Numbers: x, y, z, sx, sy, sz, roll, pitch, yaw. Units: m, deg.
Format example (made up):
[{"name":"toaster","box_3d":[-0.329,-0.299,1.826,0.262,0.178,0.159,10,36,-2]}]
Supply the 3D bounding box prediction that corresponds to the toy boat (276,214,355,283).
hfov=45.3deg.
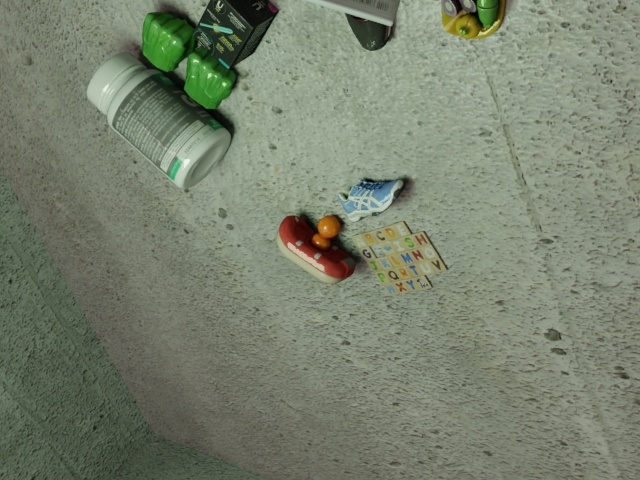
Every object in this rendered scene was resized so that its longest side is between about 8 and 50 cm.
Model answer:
[{"name":"toy boat","box_3d":[0.000,0.000,2.025,0.231,0.151,0.151,33,111,14]}]

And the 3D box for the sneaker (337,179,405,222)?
[{"name":"sneaker","box_3d":[0.117,-0.106,1.840,0.081,0.080,0.211,51,141,-13]}]

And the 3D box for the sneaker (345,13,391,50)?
[{"name":"sneaker","box_3d":[0.042,-0.482,1.494,0.106,0.162,0.281,9,129,38]}]

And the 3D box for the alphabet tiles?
[{"name":"alphabet tiles","box_3d":[0.207,0.047,1.956,0.237,0.009,0.198,-17,112,50]}]

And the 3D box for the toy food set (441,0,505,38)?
[{"name":"toy food set","box_3d":[0.265,-0.456,1.386,0.128,0.071,0.218,22,136,28]}]

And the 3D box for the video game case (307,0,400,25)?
[{"name":"video game case","box_3d":[0.050,-0.517,1.384,0.227,0.206,0.026,16,177,-1]}]

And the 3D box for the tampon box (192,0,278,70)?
[{"name":"tampon box","box_3d":[-0.196,-0.496,1.753,0.120,0.101,0.161,46,142,-1]}]

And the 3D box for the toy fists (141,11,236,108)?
[{"name":"toy fists","box_3d":[-0.330,-0.461,1.921,0.279,0.096,0.142,42,153,1]}]

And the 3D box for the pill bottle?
[{"name":"pill bottle","box_3d":[-0.435,-0.324,2.051,0.361,0.204,0.204,41,142,5]}]
